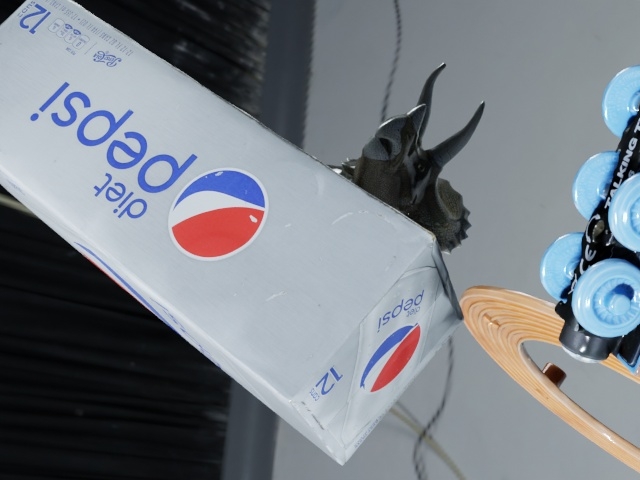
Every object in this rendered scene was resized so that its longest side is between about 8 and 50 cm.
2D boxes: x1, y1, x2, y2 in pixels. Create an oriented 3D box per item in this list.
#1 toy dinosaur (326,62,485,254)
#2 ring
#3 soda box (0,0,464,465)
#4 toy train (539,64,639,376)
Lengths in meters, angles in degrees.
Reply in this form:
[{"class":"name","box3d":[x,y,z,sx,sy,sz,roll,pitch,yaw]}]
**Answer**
[{"class":"toy dinosaur","box3d":[0.000,0.000,0.733,0.160,0.121,0.313,-35,8,-16]},{"class":"ring","box3d":[0.251,0.131,0.830,0.336,0.336,0.032,27,76,42]},{"class":"soda box","box3d":[-0.071,-0.017,0.551,0.286,0.091,0.098,34,76,30]},{"class":"toy train","box3d":[0.191,-0.014,0.580,0.080,0.105,0.184,-114,41,-73]}]
